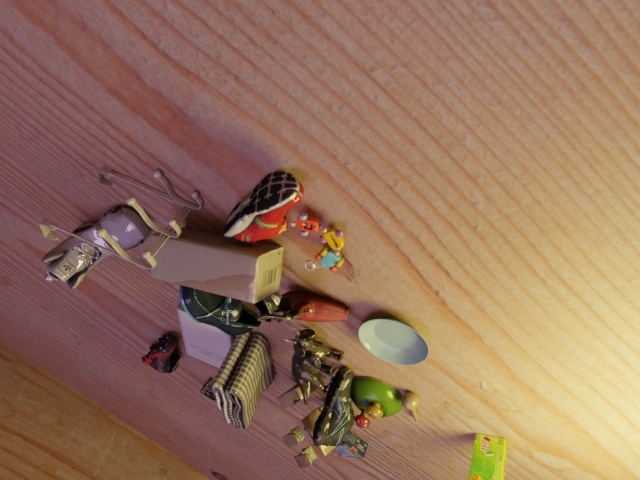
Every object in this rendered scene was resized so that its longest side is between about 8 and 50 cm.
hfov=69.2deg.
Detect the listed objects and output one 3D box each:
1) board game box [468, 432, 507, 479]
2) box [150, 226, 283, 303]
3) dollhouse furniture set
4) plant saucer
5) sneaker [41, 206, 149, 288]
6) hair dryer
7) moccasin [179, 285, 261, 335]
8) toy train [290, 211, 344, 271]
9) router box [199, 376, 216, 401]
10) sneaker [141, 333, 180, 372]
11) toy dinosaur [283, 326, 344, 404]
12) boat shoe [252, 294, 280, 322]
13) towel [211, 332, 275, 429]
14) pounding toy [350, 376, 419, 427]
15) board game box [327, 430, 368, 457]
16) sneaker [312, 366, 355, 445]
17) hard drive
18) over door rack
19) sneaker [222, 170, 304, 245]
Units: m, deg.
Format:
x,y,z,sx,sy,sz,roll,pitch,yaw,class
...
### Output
x,y,z,sx,sy,sz,roll,pitch,yaw,class
0.500,0.678,1.386,0.092,0.181,0.043,-1,130,29,board game box
-0.268,0.055,1.197,0.311,0.148,0.121,11,103,20,box
-0.017,0.599,1.575,0.242,0.212,0.161,56,140,10,dollhouse furniture set
0.199,0.264,1.252,0.195,0.037,0.195,15,136,15,plant saucer
-0.667,0.030,1.363,0.366,0.210,0.137,-12,124,36,sneaker
-0.055,0.190,1.203,0.224,0.294,0.080,26,109,58,hair dryer
-0.279,0.184,1.353,0.117,0.137,0.342,-13,155,13,moccasin
0.000,0.000,1.094,0.125,0.046,0.166,7,131,17,toy train
-0.452,0.637,1.971,0.092,0.038,0.122,34,138,-6,router box
-0.607,0.453,1.832,0.135,0.097,0.276,39,139,-11,sneaker
-0.029,0.380,1.435,0.160,0.121,0.313,25,133,16,toy dinosaur
-0.194,0.145,1.320,0.080,0.076,0.228,-10,126,35,boat shoe
-0.251,0.474,1.559,0.121,0.235,0.283,10,135,12,towel
0.188,0.540,1.475,0.237,0.110,0.183,9,135,21,pounding toy
0.051,0.789,1.832,0.194,0.060,0.194,41,136,-14,board game box
0.062,0.534,1.483,0.106,0.101,0.267,18,97,-9,sneaker
-0.404,0.353,1.665,0.203,0.040,0.307,20,137,10,hard drive
-0.492,-0.076,1.143,0.324,0.239,0.108,16,139,14,over door rack
-0.115,-0.066,1.077,0.118,0.107,0.279,29,145,-28,sneaker
